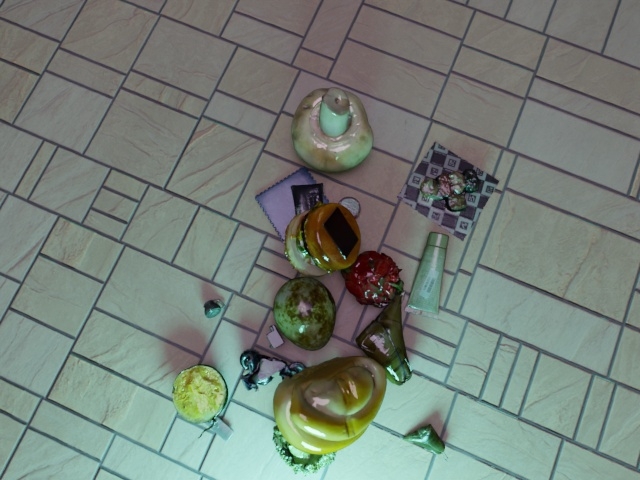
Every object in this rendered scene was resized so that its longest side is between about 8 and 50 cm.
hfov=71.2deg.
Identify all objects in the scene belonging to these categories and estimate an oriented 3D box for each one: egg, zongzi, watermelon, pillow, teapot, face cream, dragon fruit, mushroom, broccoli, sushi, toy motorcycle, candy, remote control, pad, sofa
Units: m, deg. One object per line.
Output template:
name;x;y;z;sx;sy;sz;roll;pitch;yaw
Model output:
egg;-0.053;0.281;1.711;0.238;0.238;0.290;-26;98;-4
zongzi;0.312;0.384;1.752;0.289;0.123;0.260;-42;88;-16
watermelon;-0.446;0.587;1.706;0.204;0.127;0.232;-42;79;-8
pillow;-0.047;-0.136;1.868;0.141;0.055;0.209;-5;82;-3
teapot;-0.432;0.270;1.808;0.087;0.066;0.057;-23;61;-26
face cream;0.446;0.138;1.818;0.137;0.084;0.342;13;88;5
dragon fruit;0.181;0.150;1.767;0.292;0.233;0.234;5;77;33
zongzi;0.406;0.791;1.710;0.130;0.062;0.154;-33;96;15
mushroom;0.068;-0.463;1.835;0.325;0.353;0.354;26;79;-26
broccoli;-0.064;0.749;1.651;0.226;0.176;0.198;34;80;-8
sushi;0.551;-0.224;1.885;0.339;0.069;0.320;35;81;7
toy motorcycle;-0.193;0.522;1.732;0.270;0.106;0.159;19;84;-7
candy;0.120;-0.134;1.885;0.103;0.043;0.103;-1;78;3
remote control;-0.417;0.703;1.738;0.184;0.027;0.050;36;80;12
pad;-0.105;-0.149;1.906;0.268;0.012;0.270;-34;80;-6
sofa;-0.185;0.376;1.736;0.060;0.147;0.085;-29;83;-9

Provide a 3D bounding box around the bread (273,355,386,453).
bread;0.041;0.548;1.595;0.423;0.245;0.329;-15;50;-36

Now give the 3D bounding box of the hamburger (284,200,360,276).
hamburger;0.000;0.000;1.715;0.225;0.290;0.291;-15;75;43
